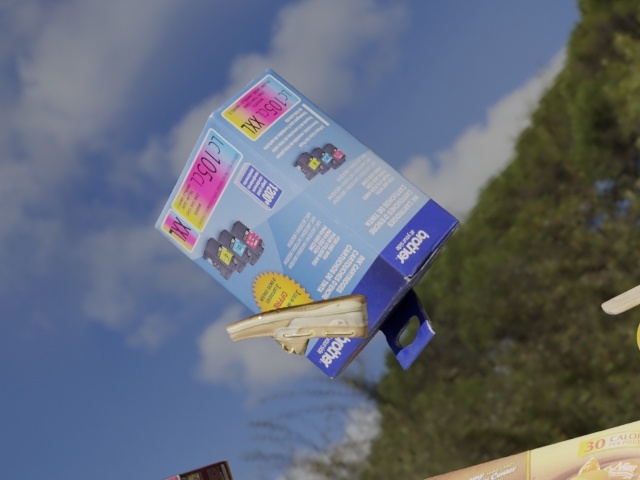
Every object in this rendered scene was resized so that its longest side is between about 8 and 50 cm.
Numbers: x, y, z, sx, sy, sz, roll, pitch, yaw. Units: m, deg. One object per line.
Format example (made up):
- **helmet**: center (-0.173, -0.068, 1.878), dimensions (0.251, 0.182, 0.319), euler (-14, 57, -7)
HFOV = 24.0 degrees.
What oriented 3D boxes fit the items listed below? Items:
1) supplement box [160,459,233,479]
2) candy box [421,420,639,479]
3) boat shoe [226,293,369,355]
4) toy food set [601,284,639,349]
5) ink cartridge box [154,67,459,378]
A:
- **supplement box**: center (-0.188, 0.385, 2.163), dimensions (0.080, 0.104, 0.188), euler (-20, -7, 16)
- **candy box**: center (0.225, 0.305, 1.539), dimensions (0.316, 0.087, 0.183), euler (-22, 30, 32)
- **boat shoe**: center (-0.025, 0.106, 1.762), dimensions (0.170, 0.059, 0.063), euler (-11, 3, 9)
- **toy food set**: center (0.419, 0.120, 1.640), dimensions (0.128, 0.218, 0.071), euler (-31, -53, -6)
- **ink cartridge box**: center (0.000, 0.000, 2.014), dimensions (0.151, 0.395, 0.270), euler (-47, -7, -41)
